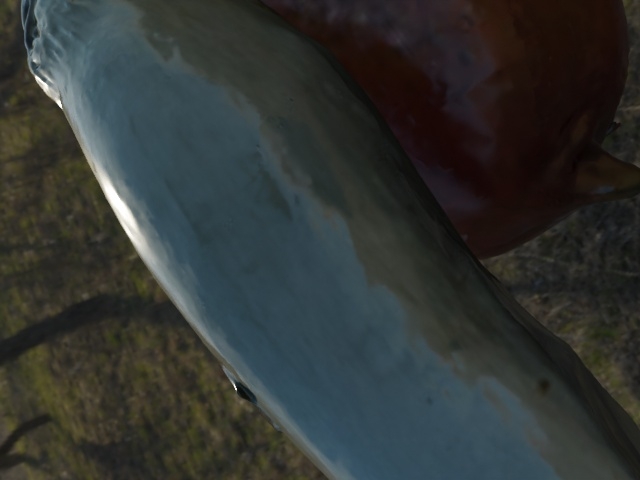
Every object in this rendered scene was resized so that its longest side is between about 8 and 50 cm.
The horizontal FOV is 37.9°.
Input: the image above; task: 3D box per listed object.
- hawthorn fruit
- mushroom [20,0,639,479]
[{"bbox_3d":[0.064,-0.134,0.655,0.295,0.295,0.311,124,139,-62],"label":"hawthorn fruit"},{"bbox_3d":[-0.001,-0.001,0.426,0.397,0.126,0.177,47,-163,-1],"label":"mushroom"}]
